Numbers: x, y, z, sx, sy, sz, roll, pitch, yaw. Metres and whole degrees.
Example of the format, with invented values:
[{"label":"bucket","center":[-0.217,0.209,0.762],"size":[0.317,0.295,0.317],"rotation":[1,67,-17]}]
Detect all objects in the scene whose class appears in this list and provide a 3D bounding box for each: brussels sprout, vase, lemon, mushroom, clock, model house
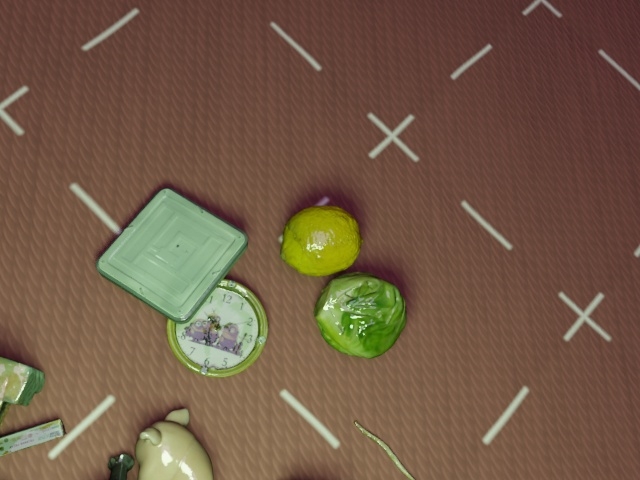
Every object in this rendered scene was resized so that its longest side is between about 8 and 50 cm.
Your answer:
[{"label":"brussels sprout","center":[0.096,0.177,1.774],"size":[0.223,0.161,0.223],"rotation":[0,93,-1]},{"label":"vase","center":[-0.423,0.521,1.543],"size":[0.120,0.120,0.183],"rotation":[5,31,-10]},{"label":"lemon","center":[0.003,0.000,1.795],"size":[0.193,0.180,0.181],"rotation":[-3,71,12]},{"label":"mushroom","center":[0.185,0.521,1.747],"size":[0.286,0.026,0.028],"rotation":[38,53,4]},{"label":"clock","center":[-0.241,0.205,1.741],"size":[0.237,0.057,0.237],"rotation":[4,72,-13]},{"label":"model house","center":[-0.753,0.374,1.505],"size":[0.267,0.194,0.325],"rotation":[19,72,-4]}]

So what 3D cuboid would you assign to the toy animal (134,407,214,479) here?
[{"label":"toy animal","center":[-0.302,0.496,1.574],"size":[0.154,0.166,0.250],"rotation":[-25,89,-2]}]

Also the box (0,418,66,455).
[{"label":"box","center":[-0.648,0.427,1.581],"size":[0.207,0.050,0.041],"rotation":[-15,77,-16]}]

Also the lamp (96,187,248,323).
[{"label":"lamp","center":[-0.343,0.030,1.746],"size":[0.266,0.047,0.269],"rotation":[30,66,14]}]
